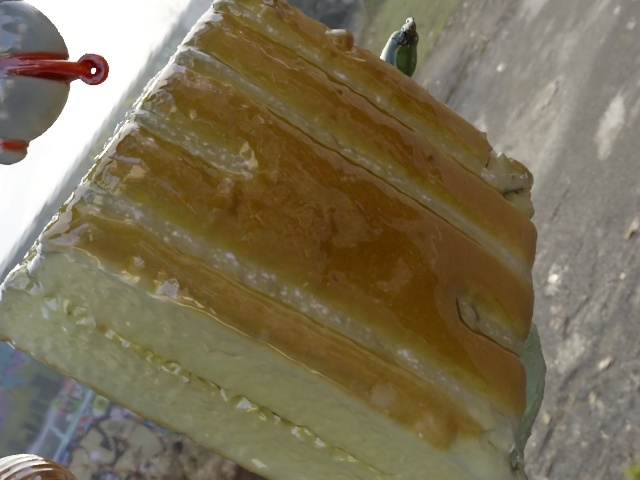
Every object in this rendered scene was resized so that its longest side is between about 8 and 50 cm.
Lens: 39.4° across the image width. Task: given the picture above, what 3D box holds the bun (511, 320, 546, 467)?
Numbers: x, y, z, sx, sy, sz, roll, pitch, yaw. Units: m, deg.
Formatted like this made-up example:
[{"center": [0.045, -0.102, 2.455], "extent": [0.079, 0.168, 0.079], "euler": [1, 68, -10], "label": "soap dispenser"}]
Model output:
[{"center": [0.082, 0.118, 0.682], "extent": [0.196, 0.195, 0.118], "euler": [-65, 14, -2], "label": "bun"}]

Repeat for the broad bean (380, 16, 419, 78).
[{"center": [0.083, -0.130, 1.020], "extent": [0.065, 0.046, 0.255], "euler": [41, 136, 51], "label": "broad bean"}]

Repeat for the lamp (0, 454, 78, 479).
[{"center": [-0.277, 0.267, 0.824], "extent": [0.136, 0.136, 0.136], "euler": [-63, 8, 15], "label": "lamp"}]

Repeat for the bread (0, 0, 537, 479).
[{"center": [0.000, 0.000, 0.481], "extent": [0.111, 0.246, 0.239], "euler": [-48, 14, 46], "label": "bread"}]

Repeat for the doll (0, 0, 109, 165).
[{"center": [-0.259, -0.111, 0.610], "extent": [0.076, 0.244, 0.143], "euler": [-18, -71, -75], "label": "doll"}]
